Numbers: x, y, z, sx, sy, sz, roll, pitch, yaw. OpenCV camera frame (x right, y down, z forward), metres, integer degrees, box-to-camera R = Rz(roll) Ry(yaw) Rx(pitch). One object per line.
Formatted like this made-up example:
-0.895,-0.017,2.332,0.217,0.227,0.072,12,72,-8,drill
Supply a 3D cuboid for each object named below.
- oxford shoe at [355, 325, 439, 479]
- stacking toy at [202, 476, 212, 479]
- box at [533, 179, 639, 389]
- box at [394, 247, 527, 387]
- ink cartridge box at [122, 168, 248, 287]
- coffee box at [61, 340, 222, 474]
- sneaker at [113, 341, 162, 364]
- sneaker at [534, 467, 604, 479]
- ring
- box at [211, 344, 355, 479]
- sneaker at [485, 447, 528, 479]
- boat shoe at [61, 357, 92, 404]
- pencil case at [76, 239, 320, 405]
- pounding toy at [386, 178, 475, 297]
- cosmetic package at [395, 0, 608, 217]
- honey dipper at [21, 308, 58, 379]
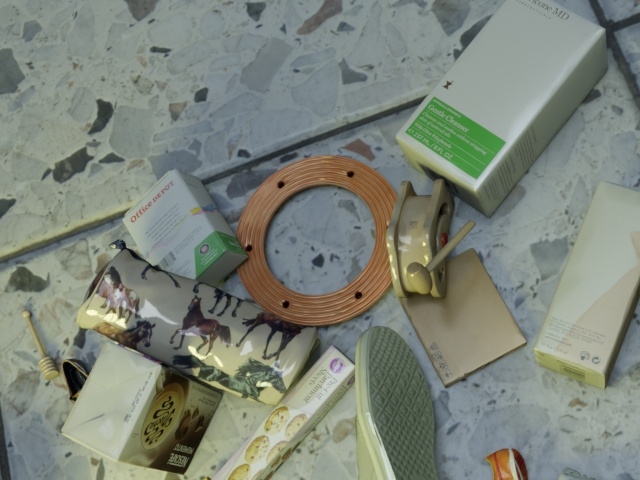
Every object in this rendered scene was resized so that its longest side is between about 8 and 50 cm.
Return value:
0.115,0.361,1.700,0.130,0.169,0.449,-33,58,43,oxford shoe
-0.197,0.550,1.771,0.167,0.052,0.221,-40,66,1,stacking toy
0.467,0.074,1.687,0.121,0.148,0.311,20,80,21,box
0.246,0.135,1.798,0.164,0.021,0.201,-29,66,5,box
-0.260,-0.007,1.941,0.154,0.093,0.212,-42,66,15,ink cartridge box
-0.298,0.295,1.753,0.119,0.297,0.168,22,79,19,coffee box
-0.336,0.193,1.918,0.104,0.095,0.236,6,78,11,sneaker
0.426,0.399,1.633,0.190,0.071,0.083,-8,46,5,sneaker
0.000,0.000,1.913,0.336,0.032,0.337,-6,70,15,ring
-0.058,0.328,1.799,0.067,0.063,0.324,41,87,23,box
0.312,0.431,1.665,0.067,0.064,0.175,-22,60,29,sneaker
-0.440,0.300,1.920,0.066,0.066,0.183,-41,66,0,boat shoe
-0.206,0.149,1.786,0.410,0.160,0.183,23,39,-2,pencil case
0.207,0.014,1.769,0.154,0.154,0.269,-2,44,21,pounding toy
0.331,-0.251,1.833,0.197,0.155,0.365,36,86,25,cosmetic package
-0.557,0.201,2.011,0.030,0.030,0.161,-32,63,4,honey dipper
